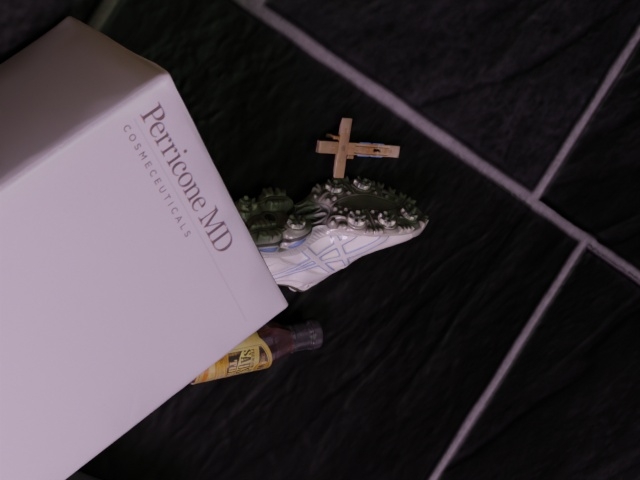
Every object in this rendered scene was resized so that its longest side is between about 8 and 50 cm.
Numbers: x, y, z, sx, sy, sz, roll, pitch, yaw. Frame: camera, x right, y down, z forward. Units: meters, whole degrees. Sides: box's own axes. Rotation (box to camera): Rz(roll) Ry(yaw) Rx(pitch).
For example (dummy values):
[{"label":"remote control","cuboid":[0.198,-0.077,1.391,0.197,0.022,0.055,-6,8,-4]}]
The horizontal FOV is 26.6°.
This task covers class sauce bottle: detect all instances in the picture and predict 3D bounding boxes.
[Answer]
[{"label":"sauce bottle","cuboid":[-0.059,0.085,1.083,0.128,0.042,0.042,-11,116,-26]}]

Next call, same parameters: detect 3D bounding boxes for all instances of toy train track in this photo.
[{"label":"toy train track","cuboid":[0.028,-0.074,1.086,0.083,0.014,0.048,1,103,-38]}]

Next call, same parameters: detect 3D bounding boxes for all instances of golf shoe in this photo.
[{"label":"golf shoe","cuboid":[0.000,0.000,1.081,0.176,0.069,0.086,-5,133,-27]}]

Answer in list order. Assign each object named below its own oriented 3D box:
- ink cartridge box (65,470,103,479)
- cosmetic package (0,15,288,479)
[{"label":"ink cartridge box","cuboid":[-0.227,0.271,1.035,0.139,0.082,0.191,31,94,-36]},{"label":"cosmetic package","cuboid":[-0.238,0.055,0.882,0.385,0.156,0.217,-38,128,-13]}]
